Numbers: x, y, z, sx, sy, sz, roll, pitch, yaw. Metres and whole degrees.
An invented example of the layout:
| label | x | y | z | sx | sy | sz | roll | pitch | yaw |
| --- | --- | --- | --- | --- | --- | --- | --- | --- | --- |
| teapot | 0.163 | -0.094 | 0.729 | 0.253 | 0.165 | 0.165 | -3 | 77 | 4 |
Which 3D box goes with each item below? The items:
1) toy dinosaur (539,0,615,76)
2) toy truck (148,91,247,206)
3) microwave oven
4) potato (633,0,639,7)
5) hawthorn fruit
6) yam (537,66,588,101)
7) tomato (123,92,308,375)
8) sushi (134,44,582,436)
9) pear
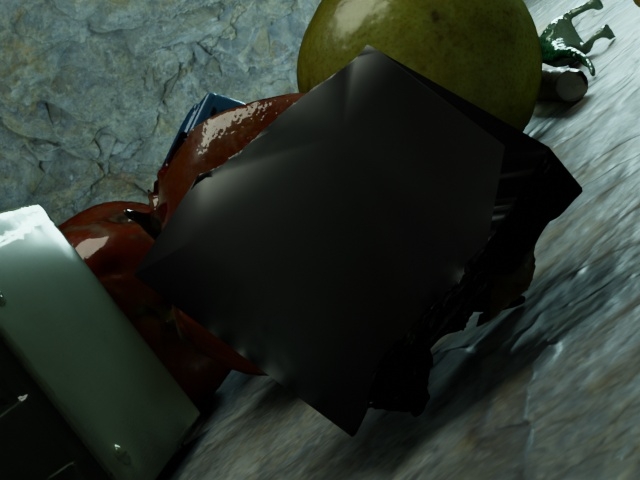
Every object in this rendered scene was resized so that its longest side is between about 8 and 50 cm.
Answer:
| label | x | y | z | sx | sy | sz | roll | pitch | yaw |
| --- | --- | --- | --- | --- | --- | --- | --- | --- | --- |
| toy dinosaur | 0.365 | -0.290 | 1.941 | 0.129 | 0.076 | 0.383 | -43 | 3 | 2 |
| toy truck | -0.175 | -0.011 | 1.957 | 0.384 | 0.162 | 0.161 | -69 | 11 | -23 |
| microwave oven | -0.382 | 0.196 | 1.355 | 0.394 | 0.333 | 0.247 | -36 | 3 | 18 |
| potato | 0.456 | -0.340 | 1.885 | 0.068 | 0.062 | 0.083 | -50 | 23 | 23 |
| hawthorn fruit | -0.213 | 0.090 | 1.554 | 0.275 | 0.275 | 0.300 | -41 | 17 | -26 |
| yam | 0.295 | -0.202 | 1.803 | 0.046 | 0.046 | 0.264 | -37 | 8 | 1 |
| tomato | -0.021 | 0.023 | 1.294 | 0.309 | 0.309 | 0.170 | -33 | 38 | 27 |
| sushi | 0.041 | 0.005 | 1.019 | 0.227 | 0.215 | 0.212 | -56 | -26 | 0 |
| pear | 0.124 | -0.225 | 1.710 | 0.304 | 0.304 | 0.304 | -36 | 7 | 5 |
